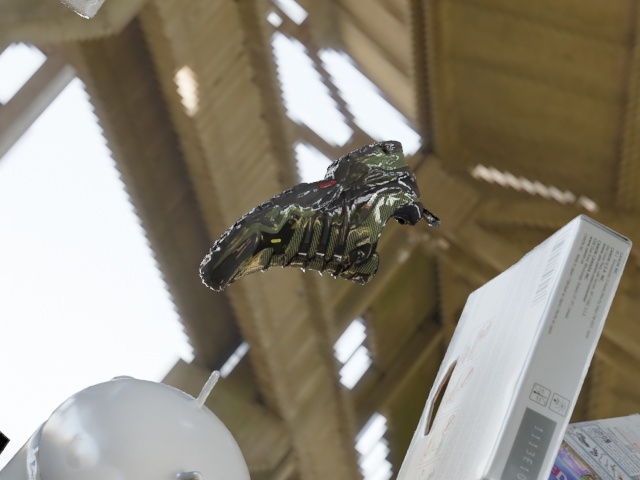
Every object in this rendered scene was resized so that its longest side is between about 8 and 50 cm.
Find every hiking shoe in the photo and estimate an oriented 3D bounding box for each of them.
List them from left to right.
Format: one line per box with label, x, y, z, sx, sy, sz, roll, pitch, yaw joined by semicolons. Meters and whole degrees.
hiking shoe;0.000;0.000;1.628;0.114;0.227;0.086;59;-7;-1

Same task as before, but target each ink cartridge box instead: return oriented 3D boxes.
ink cartridge box;0.163;0.137;1.589;0.060;0.275;0.239;28;-26;-8

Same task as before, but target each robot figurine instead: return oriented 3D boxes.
robot figurine;-0.194;0.254;1.513;0.200;0.300;0.353;24;-53;-29

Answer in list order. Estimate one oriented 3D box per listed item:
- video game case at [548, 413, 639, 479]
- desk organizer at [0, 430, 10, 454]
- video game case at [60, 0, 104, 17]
video game case;0.350;0.298;1.833;0.244;0.061;0.269;3;36;-52
desk organizer;-0.376;0.178;1.745;0.130;0.047;0.050;46;-45;-16
video game case;-0.241;-0.398;1.467;0.329;0.300;0.036;35;3;9
